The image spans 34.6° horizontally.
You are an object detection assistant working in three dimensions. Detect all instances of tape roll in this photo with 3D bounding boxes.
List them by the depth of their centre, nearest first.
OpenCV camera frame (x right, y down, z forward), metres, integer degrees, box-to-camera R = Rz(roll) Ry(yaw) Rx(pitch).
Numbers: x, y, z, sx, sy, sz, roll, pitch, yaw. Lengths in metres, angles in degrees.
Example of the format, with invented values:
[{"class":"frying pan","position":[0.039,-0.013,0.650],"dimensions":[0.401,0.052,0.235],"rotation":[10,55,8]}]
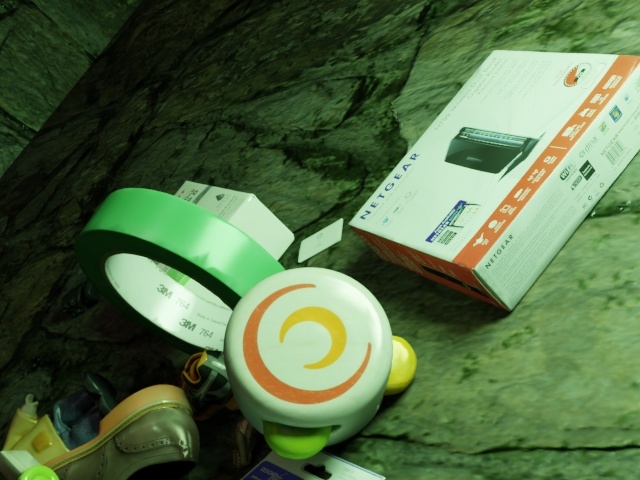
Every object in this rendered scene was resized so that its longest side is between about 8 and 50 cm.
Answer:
[{"class":"tape roll","position":[-0.179,0.061,1.406],"dimensions":[0.321,0.321,0.077],"rotation":[-8,45,49]}]

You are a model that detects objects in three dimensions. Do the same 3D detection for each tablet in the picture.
[{"class":"tablet","position":[0.000,0.000,1.589],"dimensions":[0.083,0.006,0.054],"rotation":[-29,31,27]}]

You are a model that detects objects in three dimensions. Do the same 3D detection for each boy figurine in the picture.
[{"class":"boy figurine","position":[-0.437,0.324,1.605],"dimensions":[0.285,0.092,0.177],"rotation":[-36,64,2]}]

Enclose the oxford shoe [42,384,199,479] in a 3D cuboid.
[{"class":"oxford shoe","position":[-0.303,0.354,1.394],"dimensions":[0.363,0.130,0.132],"rotation":[-46,44,19]}]

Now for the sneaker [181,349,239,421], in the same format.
[{"class":"sneaker","position":[-0.157,0.193,1.430],"dimensions":[0.215,0.083,0.084],"rotation":[-32,27,58]}]

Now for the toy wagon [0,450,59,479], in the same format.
[{"class":"toy wagon","position":[-0.404,0.458,1.337],"dimensions":[0.267,0.068,0.344],"rotation":[-37,59,38]}]

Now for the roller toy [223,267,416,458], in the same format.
[{"class":"roller toy","position":[-0.012,0.139,1.200],"dimensions":[0.209,0.191,0.146],"rotation":[-37,-20,-16]}]

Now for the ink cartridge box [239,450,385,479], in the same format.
[{"class":"ink cartridge box","position":[-0.049,0.321,1.151],"dimensions":[0.208,0.045,0.206],"rotation":[-40,24,-24]}]

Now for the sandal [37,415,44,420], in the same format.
[{"class":"sandal","position":[-0.466,0.329,1.695],"dimensions":[0.240,0.079,0.088],"rotation":[-31,31,25]}]

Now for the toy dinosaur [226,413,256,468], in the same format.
[{"class":"toy dinosaur","position":[-0.028,0.179,1.327],"dimensions":[0.268,0.064,0.118],"rotation":[-50,21,-17]}]

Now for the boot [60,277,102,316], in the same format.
[{"class":"boot","position":[-0.468,0.093,2.066],"dimensions":[0.099,0.045,0.121],"rotation":[-27,32,37]}]

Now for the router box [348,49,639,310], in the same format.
[{"class":"router box","position":[0.231,-0.092,1.315],"dimensions":[0.335,0.082,0.301],"rotation":[-50,28,-10]}]

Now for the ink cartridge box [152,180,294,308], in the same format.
[{"class":"ink cartridge box","position":[-0.197,0.017,1.716],"dimensions":[0.198,0.115,0.273],"rotation":[-52,28,-14]}]
